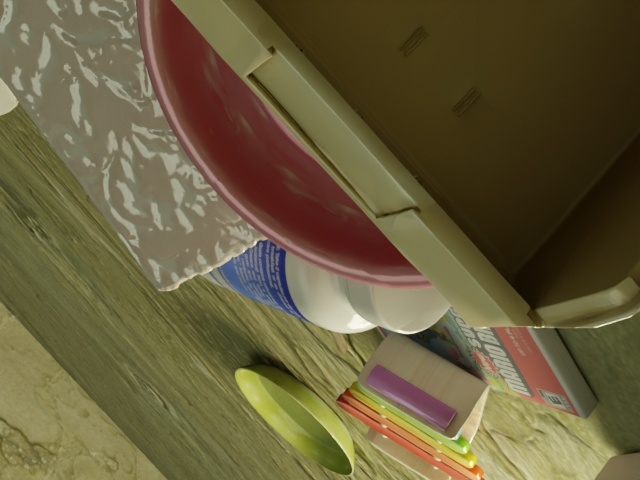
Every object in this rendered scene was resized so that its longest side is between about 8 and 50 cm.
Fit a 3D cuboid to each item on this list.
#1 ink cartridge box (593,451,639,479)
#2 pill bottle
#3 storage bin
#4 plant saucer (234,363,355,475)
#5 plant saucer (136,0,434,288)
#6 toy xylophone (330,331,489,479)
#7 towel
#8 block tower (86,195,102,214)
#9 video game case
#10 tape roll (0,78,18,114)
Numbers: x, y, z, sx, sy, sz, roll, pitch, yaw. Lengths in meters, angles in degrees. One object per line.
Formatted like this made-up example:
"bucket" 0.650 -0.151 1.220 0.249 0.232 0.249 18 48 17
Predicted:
"ink cartridge box" 0.392 0.339 1.096 0.307 0.129 0.223 43 159 -1
"pill bottle" 0.000 0.000 1.119 0.272 0.152 0.152 19 148 48
"storage bin" 0.095 -0.135 0.548 0.262 0.260 0.123 47 163 -11
"plant saucer" -0.032 0.269 1.852 0.241 0.037 0.241 36 159 17
"plant saucer" 0.029 -0.124 0.810 0.332 0.084 0.332 20 132 24
"toy xylophone" 0.088 0.175 1.334 0.236 0.081 0.323 28 164 22
"towel" -0.117 -0.138 0.997 0.331 0.053 0.317 -26 104 40
"block tower" -0.171 -0.096 1.278 0.097 0.091 0.335 41 153 2
"video game case" 0.128 0.073 1.209 0.285 0.025 0.204 13 144 53
"tape roll" -0.558 -0.261 1.494 0.392 0.072 0.392 12 166 3
